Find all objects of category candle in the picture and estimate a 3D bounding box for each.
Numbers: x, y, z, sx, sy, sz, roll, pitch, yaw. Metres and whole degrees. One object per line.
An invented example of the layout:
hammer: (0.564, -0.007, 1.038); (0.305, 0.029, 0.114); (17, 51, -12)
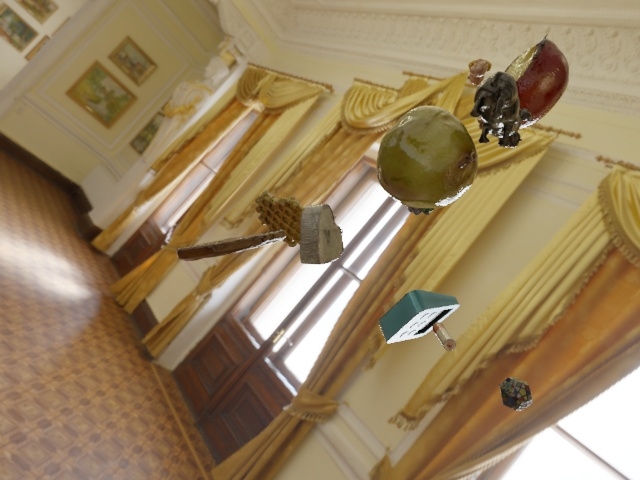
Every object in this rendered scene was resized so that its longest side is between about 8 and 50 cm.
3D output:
candle: (0.000, 0.000, 1.303); (0.068, 0.169, 0.192); (1, -41, 27)

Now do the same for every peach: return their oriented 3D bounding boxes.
peach: (0.731, -0.512, 1.645); (0.201, 0.362, 0.258); (35, 10, -5)
peach: (0.324, -0.242, 1.448); (0.315, 0.281, 0.314); (36, -25, 36)

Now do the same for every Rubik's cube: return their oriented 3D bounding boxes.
Rubik's cube: (0.647, 0.508, 1.541); (0.111, 0.111, 0.093); (46, 10, -47)

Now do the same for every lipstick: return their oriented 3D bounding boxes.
lipstick: (0.371, 0.288, 1.398); (0.038, 0.038, 0.131); (41, 9, -8)

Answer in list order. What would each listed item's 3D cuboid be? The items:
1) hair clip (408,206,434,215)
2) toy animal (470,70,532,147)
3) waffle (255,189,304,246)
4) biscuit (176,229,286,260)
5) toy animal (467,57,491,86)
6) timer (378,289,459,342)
hair clip: (0.485, -0.186, 2.299); (0.195, 0.124, 0.052); (11, 16, -17)
toy animal: (0.519, -0.347, 1.326); (0.106, 0.168, 0.343); (17, 2, 34)
waffle: (-0.137, -0.090, 1.778); (0.253, 0.056, 0.249); (-17, -73, 46)
biscuit: (-0.280, 0.014, 1.459); (0.359, 0.359, 0.046); (-174, -108, -82)
toy animal: (0.663, -0.721, 1.974); (0.091, 0.114, 0.082); (35, 33, 7)
timer: (0.370, 0.288, 1.700); (0.249, 0.232, 0.091); (10, 43, -33)
